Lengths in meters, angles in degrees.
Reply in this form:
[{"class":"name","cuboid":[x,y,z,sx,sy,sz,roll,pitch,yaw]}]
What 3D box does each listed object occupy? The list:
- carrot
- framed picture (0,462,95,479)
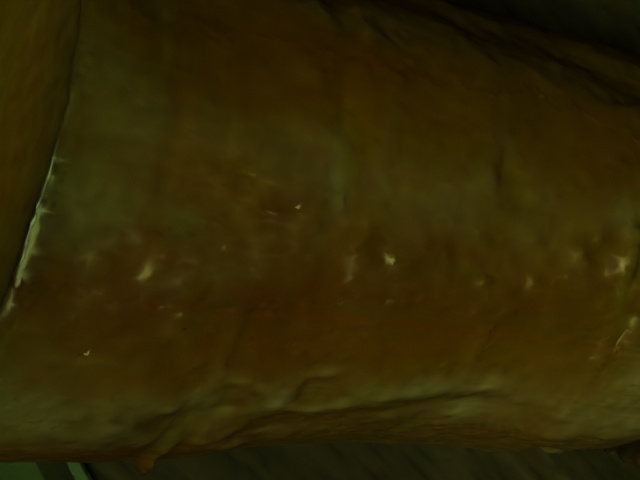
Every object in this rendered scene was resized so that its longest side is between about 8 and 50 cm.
[{"class":"carrot","cuboid":[0.000,0.000,0.623,0.254,0.196,0.196,14,116,-23]},{"class":"framed picture","cuboid":[-0.215,0.083,0.723,0.231,0.010,0.173,-20,121,1]}]
